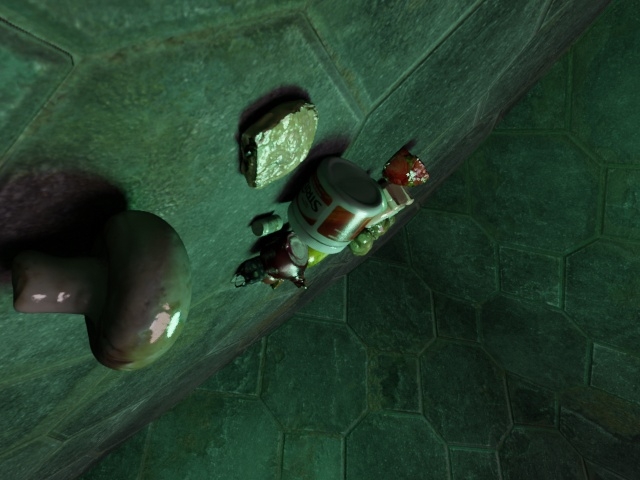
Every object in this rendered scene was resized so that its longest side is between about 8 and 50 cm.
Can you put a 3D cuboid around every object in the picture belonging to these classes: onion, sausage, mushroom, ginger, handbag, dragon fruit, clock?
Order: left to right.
[{"bbox_3d":[-0.317,0.073,0.606,0.243,0.243,0.243,-39,169,-9],"label":"mushroom"},{"bbox_3d":[-0.237,0.124,1.394,0.139,0.072,0.115,-42,171,31],"label":"handbag"},{"bbox_3d":[-0.114,0.074,1.328,0.135,0.198,0.173,-12,-169,34],"label":"onion"},{"bbox_3d":[0.000,0.000,1.534,0.347,0.123,0.123,-36,169,-49],"label":"sausage"},{"bbox_3d":[0.264,-0.054,2.144,0.304,0.155,0.244,-40,167,1],"label":"ginger"},{"bbox_3d":[0.259,-0.156,1.833,0.241,0.142,0.227,-37,173,35],"label":"clock"},{"bbox_3d":[0.332,-0.263,1.593,0.127,0.161,0.120,-53,169,5],"label":"dragon fruit"}]

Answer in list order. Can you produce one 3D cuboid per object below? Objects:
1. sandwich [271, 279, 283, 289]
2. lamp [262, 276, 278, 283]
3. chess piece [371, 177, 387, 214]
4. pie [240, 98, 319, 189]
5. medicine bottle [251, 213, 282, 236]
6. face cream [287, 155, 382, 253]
[{"bbox_3d":[-0.201,0.195,1.907,0.069,0.026,0.101,-43,173,-12],"label":"sandwich"},{"bbox_3d":[-0.178,0.108,1.476,0.101,0.090,0.101,-24,128,-35],"label":"lamp"},{"bbox_3d":[0.096,-0.115,1.499,0.271,0.139,0.139,-27,166,-12],"label":"chess piece"},{"bbox_3d":[-0.072,-0.185,0.792,0.185,0.052,0.218,-34,165,-24],"label":"pie"},{"bbox_3d":[-0.145,-0.041,1.119,0.047,0.047,0.083,-48,167,33],"label":"medicine bottle"},{"bbox_3d":[0.038,-0.096,1.114,0.201,0.201,0.187,-26,162,-52],"label":"face cream"}]
